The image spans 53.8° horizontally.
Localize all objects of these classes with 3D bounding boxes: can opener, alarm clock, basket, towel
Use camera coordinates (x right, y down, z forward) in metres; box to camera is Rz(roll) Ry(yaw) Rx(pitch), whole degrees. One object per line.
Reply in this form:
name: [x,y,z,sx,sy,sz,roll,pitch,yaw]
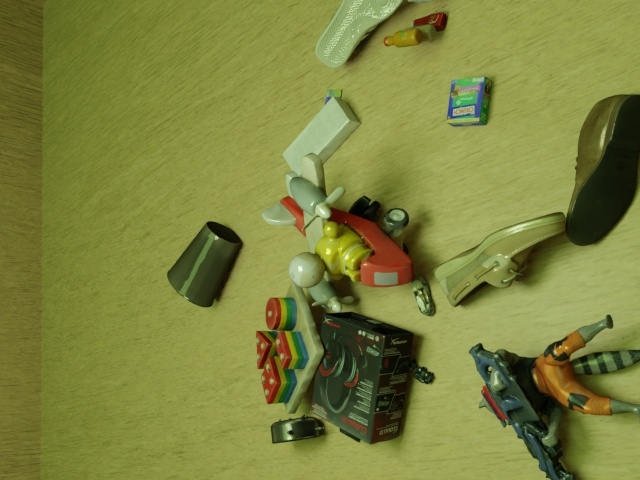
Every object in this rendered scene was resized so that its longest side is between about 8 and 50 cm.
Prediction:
can opener: [0.094,-0.043,1.683,0.073,0.059,0.186,45,126,9]
alarm clock: [-0.076,0.511,1.696,0.192,0.129,0.064,-43,52,55]
basket: [-0.365,0.065,2.029,0.204,0.154,0.226,46,110,37]
towel: [0.033,-0.398,1.830,0.060,0.009,0.083,15,93,44]

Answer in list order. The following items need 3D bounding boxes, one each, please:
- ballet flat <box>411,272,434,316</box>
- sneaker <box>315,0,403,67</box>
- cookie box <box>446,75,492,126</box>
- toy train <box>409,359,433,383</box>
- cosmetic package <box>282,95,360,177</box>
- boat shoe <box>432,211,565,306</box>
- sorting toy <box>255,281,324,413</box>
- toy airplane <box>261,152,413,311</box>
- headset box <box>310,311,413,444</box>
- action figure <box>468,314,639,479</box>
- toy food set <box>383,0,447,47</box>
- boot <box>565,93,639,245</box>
ballet flat: [0.242,0.128,1.521,0.041,0.041,0.114,-35,60,33]
sneaker: [0.116,-0.626,1.693,0.350,0.131,0.148,-38,19,40]
cookie box: [0.352,-0.328,1.498,0.092,0.040,0.107,6,87,43]
toy train: [0.208,0.299,1.531,0.158,0.027,0.036,33,115,42]
cosmetic package: [0.000,-0.288,1.802,0.239,0.060,0.098,-44,61,29]
boat shoe: [0.389,0.044,1.344,0.341,0.122,0.110,-38,69,50]
sorting toy: [-0.102,0.284,1.689,0.255,0.090,0.257,-112,35,-46]
toy airplane: [0.000,0.000,1.548,0.386,0.272,0.384,50,147,-11]
headset box: [0.096,0.342,1.547,0.218,0.110,0.293,14,99,47]
action figure: [0.468,0.314,1.237,0.330,0.179,0.341,-24,94,45]
toy food set: [0.248,-0.584,1.593,0.105,0.111,0.232,9,82,45]
boot: [0.556,-0.140,1.259,0.115,0.112,0.305,-128,52,-70]
